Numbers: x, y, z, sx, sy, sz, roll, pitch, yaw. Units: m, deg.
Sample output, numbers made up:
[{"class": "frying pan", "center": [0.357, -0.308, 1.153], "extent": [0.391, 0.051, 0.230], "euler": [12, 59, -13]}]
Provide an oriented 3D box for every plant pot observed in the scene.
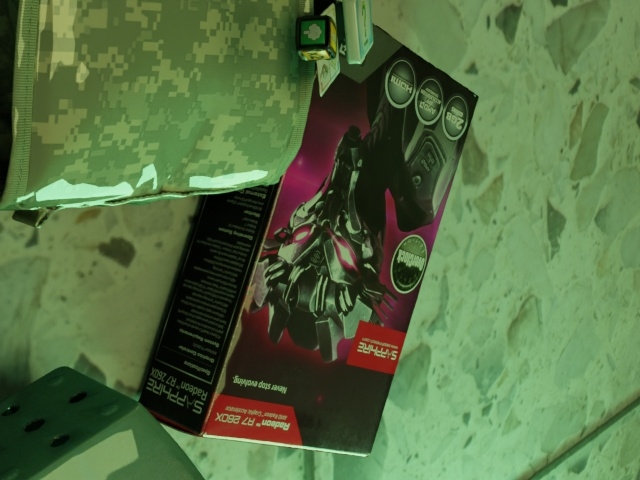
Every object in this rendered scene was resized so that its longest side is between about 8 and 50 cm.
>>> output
[{"class": "plant pot", "center": [-0.154, 0.217, 0.662], "extent": [0.165, 0.165, 0.234], "euler": [-32, 119, -35]}]

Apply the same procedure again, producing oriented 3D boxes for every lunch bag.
[{"class": "lunch bag", "center": [-0.129, -0.161, 0.635], "extent": [0.235, 0.168, 0.287], "euler": [-9, 103, -47]}]

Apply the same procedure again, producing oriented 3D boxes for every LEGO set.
[{"class": "LEGO set", "center": [0.024, -0.198, 0.652], "extent": [0.244, 0.060, 0.183], "euler": [-63, 150, -65]}]

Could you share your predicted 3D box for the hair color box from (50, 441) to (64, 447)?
[{"class": "hair color box", "center": [-0.214, 0.177, 0.729], "extent": [0.141, 0.043, 0.072], "euler": [26, 84, -47]}]

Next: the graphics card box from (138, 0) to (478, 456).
[{"class": "graphics card box", "center": [0.000, 0.000, 0.876], "extent": [0.232, 0.094, 0.371], "euler": [21, 84, -47]}]
